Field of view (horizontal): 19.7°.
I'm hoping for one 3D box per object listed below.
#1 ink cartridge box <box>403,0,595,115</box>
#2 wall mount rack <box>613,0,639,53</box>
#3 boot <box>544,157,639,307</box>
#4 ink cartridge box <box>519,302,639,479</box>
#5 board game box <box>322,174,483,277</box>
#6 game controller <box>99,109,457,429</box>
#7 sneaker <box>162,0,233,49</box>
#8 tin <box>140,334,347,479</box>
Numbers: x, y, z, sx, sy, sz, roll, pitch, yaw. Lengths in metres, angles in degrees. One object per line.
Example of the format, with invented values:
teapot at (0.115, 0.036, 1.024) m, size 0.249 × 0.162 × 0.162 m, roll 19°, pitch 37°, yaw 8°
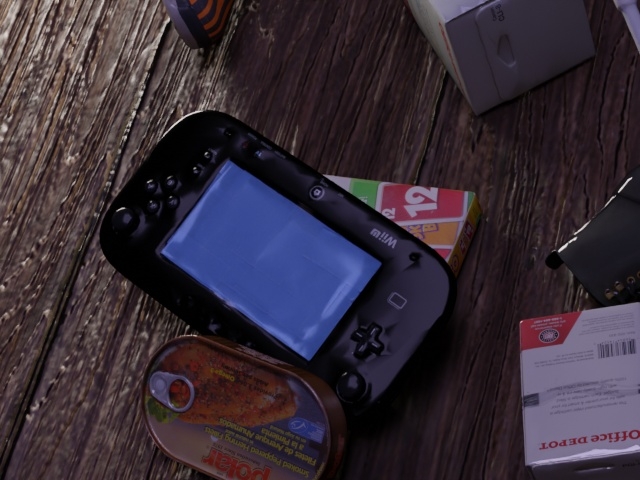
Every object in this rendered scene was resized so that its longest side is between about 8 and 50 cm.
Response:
ink cartridge box at (0.147, -0.229, 1.655) m, size 0.127 × 0.128 × 0.176 m, roll -26°, pitch 49°, yaw -1°
wall mount rack at (0.386, -0.117, 1.412) m, size 0.350 × 0.130 × 0.304 m, roll -18°, pitch 43°, yaw -20°
boot at (0.284, 0.028, 1.448) m, size 0.137 × 0.077 × 0.198 m, roll -43°, pitch 47°, yaw 1°
ink cartridge box at (0.206, 0.123, 1.398) m, size 0.099 × 0.056 × 0.135 m, roll -9°, pitch 50°, yaw 15°
board game box at (0.000, 0.000, 1.595) m, size 0.259 × 0.039 × 0.124 m, roll 6°, pitch 56°, yaw 29°
game controller at (-0.039, 0.019, 1.527) m, size 0.319 × 0.067 × 0.166 m, roll 34°, pitch 94°, yaw 27°
sneaker at (-0.071, -0.332, 1.825) m, size 0.180 × 0.124 × 0.321 m, roll -12°, pitch 50°, yaw 13°
tin at (-0.062, 0.141, 1.470) m, size 0.190 × 0.040 × 0.106 m, roll 20°, pitch 97°, yaw 32°
